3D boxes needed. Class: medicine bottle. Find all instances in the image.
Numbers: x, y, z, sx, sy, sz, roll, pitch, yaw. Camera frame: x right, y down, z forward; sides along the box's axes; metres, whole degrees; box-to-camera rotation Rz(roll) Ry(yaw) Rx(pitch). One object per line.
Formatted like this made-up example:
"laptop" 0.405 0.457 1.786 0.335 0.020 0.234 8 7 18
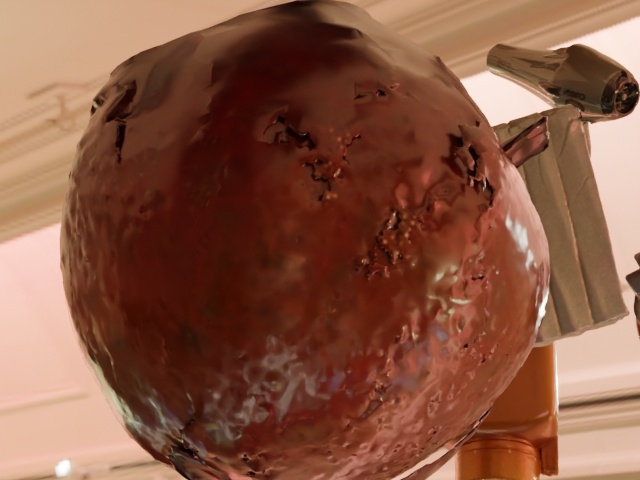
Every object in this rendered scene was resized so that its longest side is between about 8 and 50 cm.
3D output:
"medicine bottle" 0.218 0.205 1.499 0.149 0.112 0.222 -1 -119 9

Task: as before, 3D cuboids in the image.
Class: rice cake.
"rice cake" 0.169 -0.004 1.044 0.037 0.189 0.198 138 -65 -71

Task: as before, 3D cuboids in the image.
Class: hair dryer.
"hair dryer" 0.284 -0.144 1.541 0.229 0.092 0.267 48 -39 39

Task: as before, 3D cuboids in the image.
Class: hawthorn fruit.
"hawthorn fruit" -0.016 0.005 0.735 0.316 0.316 0.316 2 -86 40

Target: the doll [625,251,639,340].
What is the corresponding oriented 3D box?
"doll" 0.272 0.083 0.880 0.062 0.104 0.194 -18 -61 35
